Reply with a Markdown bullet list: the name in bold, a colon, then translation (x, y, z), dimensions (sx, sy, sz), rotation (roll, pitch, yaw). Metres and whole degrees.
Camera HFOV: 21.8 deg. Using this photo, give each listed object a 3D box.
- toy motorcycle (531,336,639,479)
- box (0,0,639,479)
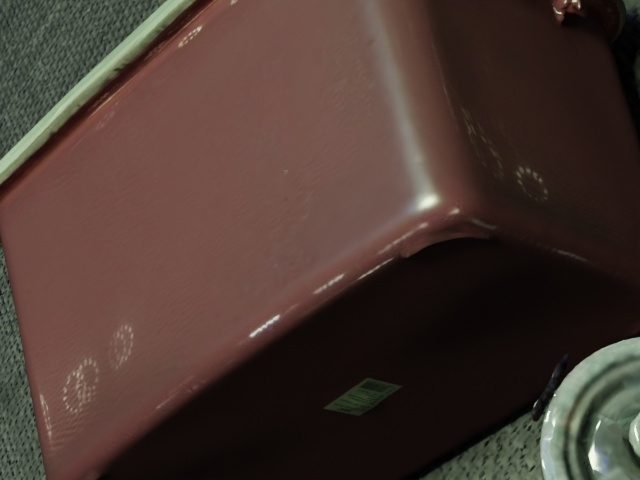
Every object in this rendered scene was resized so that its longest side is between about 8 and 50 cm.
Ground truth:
- **toy motorcycle**: translation (0.078, 0.179, 0.535), dimensions (0.127, 0.205, 0.275), rotation (30, 78, 18)
- **box**: translation (0.000, 0.000, 0.710), dimensions (0.294, 0.193, 0.167), rotation (-37, 50, 32)
